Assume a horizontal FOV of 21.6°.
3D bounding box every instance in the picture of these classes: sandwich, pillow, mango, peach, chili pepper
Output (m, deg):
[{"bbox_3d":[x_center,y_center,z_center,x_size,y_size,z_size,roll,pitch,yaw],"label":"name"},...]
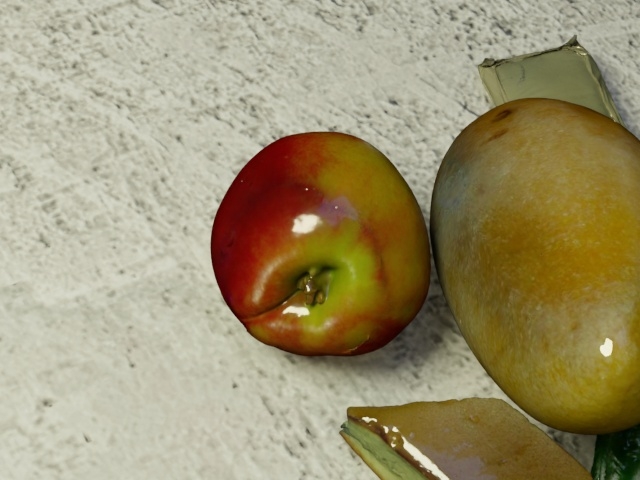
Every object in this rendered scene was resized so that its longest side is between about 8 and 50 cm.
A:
[{"bbox_3d":[0.135,0.199,1.311,0.258,0.094,0.096,41,56,17],"label":"sandwich"},{"bbox_3d":[0.233,-0.101,1.579,0.119,0.053,0.208,-8,57,-15],"label":"pillow"},{"bbox_3d":[0.200,0.020,1.347,0.199,0.221,0.384,18,22,-17],"label":"mango"},{"bbox_3d":[0.000,0.000,1.374,0.197,0.197,0.197,7,53,-10],"label":"peach"},{"bbox_3d":[0.254,0.186,1.377,0.088,0.059,0.227,21,54,-5],"label":"chili pepper"}]
